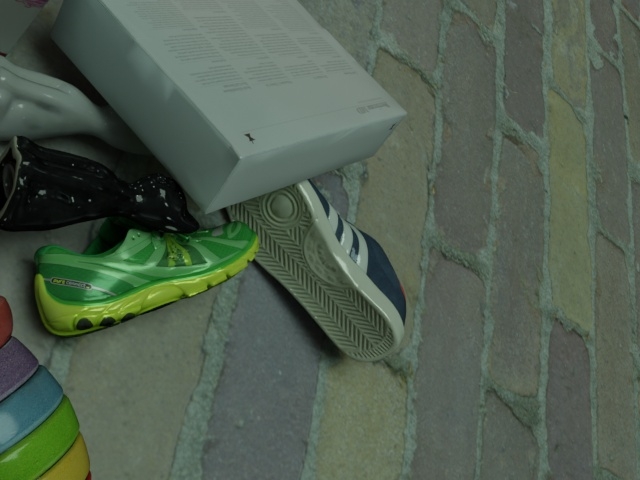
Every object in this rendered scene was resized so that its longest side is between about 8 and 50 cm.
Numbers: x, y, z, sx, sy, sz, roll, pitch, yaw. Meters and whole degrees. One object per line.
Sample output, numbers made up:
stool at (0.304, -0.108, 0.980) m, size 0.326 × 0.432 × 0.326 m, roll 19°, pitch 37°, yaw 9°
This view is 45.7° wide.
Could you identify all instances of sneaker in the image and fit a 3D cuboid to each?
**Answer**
sneaker at (-0.185, 0.013, 0.867) m, size 0.295 × 0.109 × 0.124 m, roll -20°, pitch 90°, yaw -47°
sneaker at (0.000, 0.000, 1.059) m, size 0.350 × 0.131 × 0.148 m, roll 56°, pitch 28°, yaw -10°

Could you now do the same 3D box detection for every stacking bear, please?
stacking bear at (-0.279, 0.212, 0.675) m, size 0.175 × 0.164 × 0.289 m, roll -39°, pitch 108°, yaw -45°

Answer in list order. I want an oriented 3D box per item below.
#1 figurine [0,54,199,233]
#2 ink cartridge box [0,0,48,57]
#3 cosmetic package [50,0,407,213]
figurine at (-0.248, -0.094, 0.816) m, size 0.209 × 0.092 × 0.215 m, roll 9°, pitch 41°, yaw -41°
ink cartridge box at (-0.301, -0.330, 0.740) m, size 0.131 × 0.306 × 0.226 m, roll 28°, pitch 57°, yaw -34°
cosmetic package at (-0.092, -0.202, 0.947) m, size 0.284 × 0.097 × 0.377 m, roll 46°, pitch 34°, yaw 13°
